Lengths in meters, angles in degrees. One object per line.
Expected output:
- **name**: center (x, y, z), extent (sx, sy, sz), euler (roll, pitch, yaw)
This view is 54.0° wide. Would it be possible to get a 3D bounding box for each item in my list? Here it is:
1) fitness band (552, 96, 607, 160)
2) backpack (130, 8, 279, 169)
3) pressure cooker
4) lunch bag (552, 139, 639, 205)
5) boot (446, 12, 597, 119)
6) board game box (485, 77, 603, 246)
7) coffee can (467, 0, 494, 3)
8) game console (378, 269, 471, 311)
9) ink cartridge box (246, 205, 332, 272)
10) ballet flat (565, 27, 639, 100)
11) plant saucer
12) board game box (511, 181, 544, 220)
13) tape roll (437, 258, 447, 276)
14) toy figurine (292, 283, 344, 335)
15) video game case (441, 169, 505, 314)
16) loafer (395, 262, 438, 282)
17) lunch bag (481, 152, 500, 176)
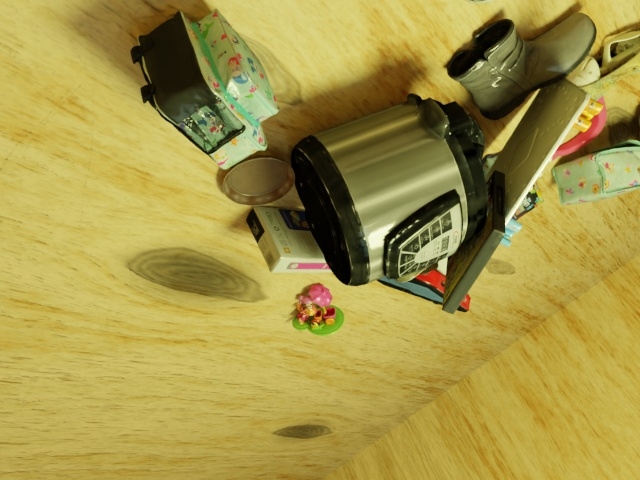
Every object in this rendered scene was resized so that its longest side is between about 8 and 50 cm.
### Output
- **fitness band**: center (0.739, -0.342, 1.844), extent (0.209, 0.054, 0.291), euler (-37, 148, 12)
- **backpack**: center (-0.185, -0.258, 1.109), extent (0.191, 0.225, 0.253), euler (-26, 151, 4)
- **pressure cooker**: center (0.181, -0.128, 1.435), extent (0.421, 0.370, 0.375), euler (-22, 102, -12)
- **lunch bag**: center (0.916, -0.217, 1.985), extent (0.262, 0.160, 0.223), euler (-15, 179, -16)
- **boot**: center (0.475, -0.443, 1.460), extent (0.338, 0.118, 0.223), euler (-42, 140, 12)
- **board game box**: center (0.521, -0.210, 1.555), extent (0.050, 0.390, 0.390), euler (26, 114, -2)
- **coffee can**: center (0.215, -0.538, 1.046), extent (0.275, 0.201, 0.201), euler (5, 134, -42)
- **game console**: center (0.249, 0.118, 1.886), extent (0.386, 0.342, 0.060), euler (33, 73, -54)
- **ink cartridge box**: center (0.000, 0.000, 1.638), extent (0.371, 0.175, 0.069), euler (1, 137, -38)
- **ballet flat**: center (0.746, -0.458, 1.655), extent (0.349, 0.123, 0.123), euler (-30, 147, 3)
- **plant saucer**: center (-0.144, -0.142, 1.451), extent (0.169, 0.029, 0.168), euler (-11, 148, -7)
- **board game box**: center (0.651, -0.136, 2.063), extent (0.141, 0.048, 0.170), euler (-38, 146, 11)
- **tape roll**: center (0.378, -0.037, 1.812), extent (0.246, 0.246, 0.169), euler (-7, 141, -30)
- **toy figurine**: center (-0.019, 0.206, 1.998), extent (0.173, 0.130, 0.159), euler (-5, 133, 8)
- **video game case**: center (0.372, 0.004, 1.520), extent (0.035, 0.248, 0.274), euler (21, 130, -1)
- **loafer**: center (0.265, 0.051, 1.600), extent (0.094, 0.087, 0.251), euler (-3, -159, 42)
- **lunch bag**: center (0.527, -0.164, 1.856), extent (0.096, 0.128, 0.151), euler (-18, 148, -20)
